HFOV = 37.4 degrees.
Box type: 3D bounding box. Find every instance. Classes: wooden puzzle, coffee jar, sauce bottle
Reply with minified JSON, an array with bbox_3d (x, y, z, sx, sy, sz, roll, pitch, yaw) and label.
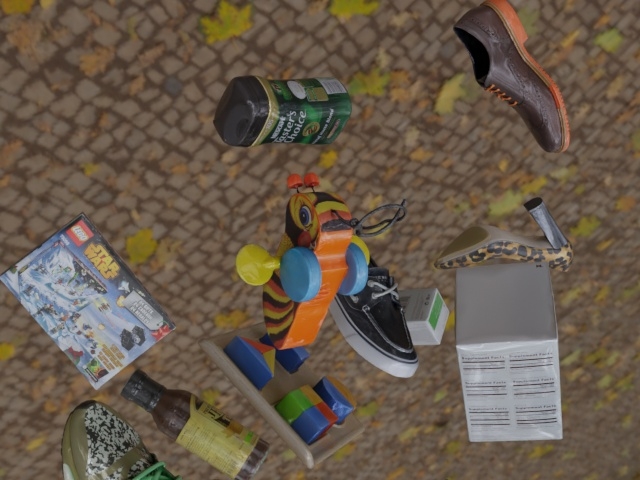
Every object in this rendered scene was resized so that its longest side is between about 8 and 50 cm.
[{"bbox_3d":[-0.056,0.284,1.899,0.080,0.322,0.348,-48,166,13],"label":"wooden puzzle"},{"bbox_3d":[-0.052,-0.176,1.295,0.184,0.079,0.096,-7,145,-39],"label":"coffee jar"},{"bbox_3d":[-0.276,0.400,2.062,0.111,0.344,0.111,-57,180,1],"label":"sauce bottle"}]

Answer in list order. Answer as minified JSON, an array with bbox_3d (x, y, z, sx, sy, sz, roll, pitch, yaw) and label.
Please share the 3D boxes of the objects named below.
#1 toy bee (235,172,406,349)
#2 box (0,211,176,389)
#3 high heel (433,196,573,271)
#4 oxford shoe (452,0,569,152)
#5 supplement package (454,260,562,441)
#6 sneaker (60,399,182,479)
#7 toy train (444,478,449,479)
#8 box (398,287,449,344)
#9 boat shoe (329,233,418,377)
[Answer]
[{"bbox_3d":[0.000,0.000,1.227,0.298,0.162,0.195,-42,148,25],"label":"toy bee"},{"bbox_3d":[-0.211,0.055,0.865,0.094,0.027,0.137,-38,104,-6],"label":"box"},{"bbox_3d":[0.381,0.043,1.936,0.261,0.093,0.186,-28,118,16],"label":"high heel"},{"bbox_3d":[0.301,-0.247,1.504,0.098,0.271,0.097,-32,-177,-17],"label":"oxford shoe"},{"bbox_3d":[0.293,0.173,1.476,0.149,0.194,0.203,-5,124,12],"label":"supplement package"},{"bbox_3d":[-0.213,0.392,1.377,0.182,0.410,0.158,-34,179,29],"label":"sneaker"},{"bbox_3d":[0.312,0.619,1.809,0.190,0.334,0.142,-49,150,0],"label":"toy train"},{"bbox_3d":[0.222,0.173,2.131,0.102,0.101,0.087,-5,134,31],"label":"box"},{"bbox_3d":[0.080,0.090,1.541,0.108,0.301,0.102,9,124,-37],"label":"boat shoe"}]
